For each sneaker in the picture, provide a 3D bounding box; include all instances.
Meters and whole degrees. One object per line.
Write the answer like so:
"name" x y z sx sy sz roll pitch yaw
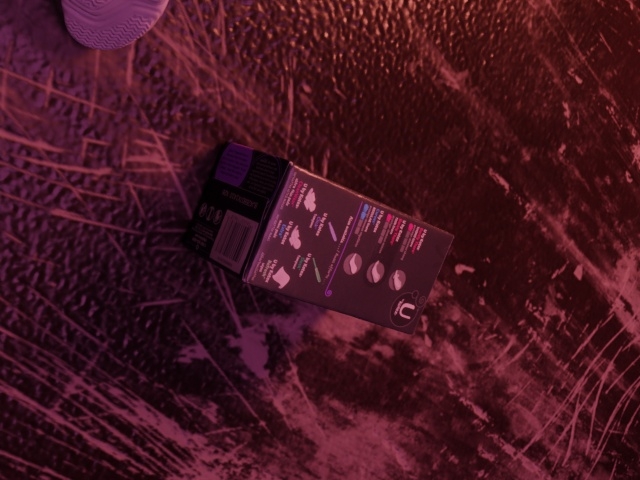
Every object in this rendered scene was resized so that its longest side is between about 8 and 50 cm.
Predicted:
"sneaker" -0.181 -0.325 0.781 0.101 0.153 0.268 17 131 -21

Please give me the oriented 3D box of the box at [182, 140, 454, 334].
"box" 0.000 0.000 0.967 0.270 0.165 0.143 21 92 -36
